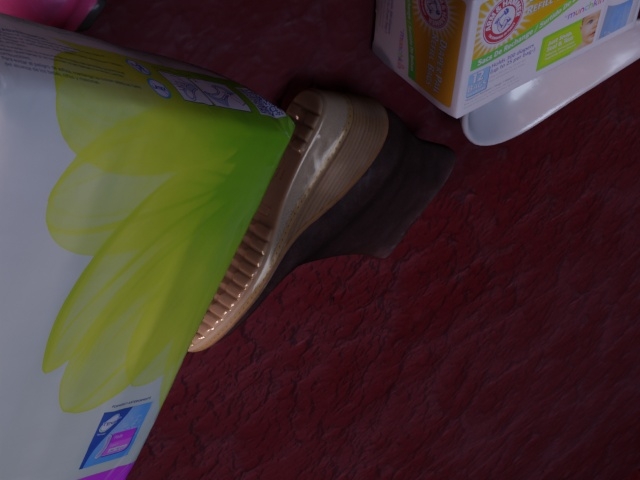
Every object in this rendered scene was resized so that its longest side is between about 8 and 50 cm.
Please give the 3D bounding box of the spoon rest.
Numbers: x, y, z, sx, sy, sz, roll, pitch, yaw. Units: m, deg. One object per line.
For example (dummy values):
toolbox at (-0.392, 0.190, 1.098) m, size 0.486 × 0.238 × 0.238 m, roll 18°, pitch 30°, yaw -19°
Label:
spoon rest at (0.234, -0.180, 0.991) m, size 0.276 × 0.084 × 0.137 m, roll -38°, pitch 150°, yaw -13°

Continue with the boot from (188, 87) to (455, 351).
boot at (0.000, 0.000, 0.923) m, size 0.207 × 0.090 × 0.248 m, roll 19°, pitch 108°, yaw -53°

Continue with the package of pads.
package of pads at (-0.162, 0.039, 0.544) m, size 0.229 × 0.101 × 0.296 m, roll 3°, pitch 116°, yaw -59°

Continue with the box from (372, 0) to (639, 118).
box at (0.151, -0.199, 0.857) m, size 0.203 × 0.103 × 0.114 m, roll -29°, pitch 145°, yaw -24°

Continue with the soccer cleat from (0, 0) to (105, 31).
soccer cleat at (-0.132, -0.220, 0.533) m, size 0.143 × 0.116 × 0.331 m, roll 30°, pitch 104°, yaw -36°
